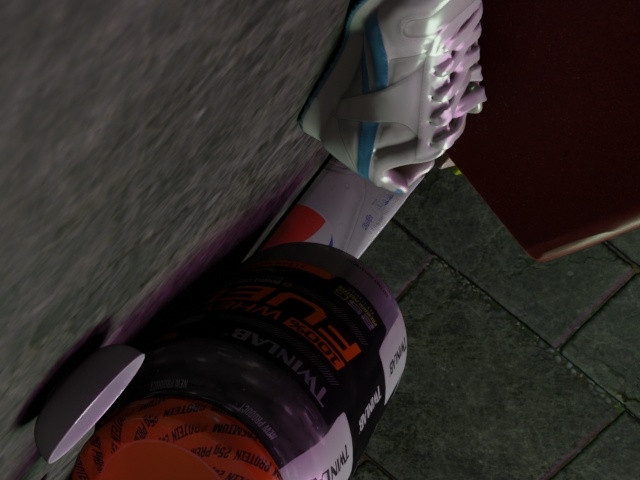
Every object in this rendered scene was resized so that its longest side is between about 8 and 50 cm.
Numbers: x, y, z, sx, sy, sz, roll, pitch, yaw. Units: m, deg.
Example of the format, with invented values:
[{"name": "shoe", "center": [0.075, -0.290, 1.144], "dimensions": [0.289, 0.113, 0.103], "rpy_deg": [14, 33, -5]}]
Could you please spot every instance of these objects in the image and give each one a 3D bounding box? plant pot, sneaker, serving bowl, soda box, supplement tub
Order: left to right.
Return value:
[{"name": "serving bowl", "center": [-0.143, 0.093, 0.552], "dimensions": [0.083, 0.027, 0.083], "rpy_deg": [-51, 177, -3]}, {"name": "supplement tub", "center": [-0.056, 0.144, 0.804], "dimensions": [0.207, 0.207, 0.338], "rpy_deg": [-52, 178, 26]}, {"name": "soda box", "center": [0.000, 0.000, 1.025], "dimensions": [0.286, 0.091, 0.098], "rpy_deg": [-51, 179, 19]}, {"name": "sneaker", "center": [0.062, -0.109, 0.552], "dimensions": [0.087, 0.092, 0.229], "rpy_deg": [-48, 175, -25]}, {"name": "plant pot", "center": [0.207, -0.136, 0.661], "dimensions": [0.235, 0.267, 0.267], "rpy_deg": [-42, 170, 27]}]

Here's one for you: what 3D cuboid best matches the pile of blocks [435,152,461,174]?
[{"name": "pile of blocks", "center": [0.156, -0.155, 0.909], "dimensions": [0.362, 0.149, 0.113], "rpy_deg": [-49, 178, -42]}]
